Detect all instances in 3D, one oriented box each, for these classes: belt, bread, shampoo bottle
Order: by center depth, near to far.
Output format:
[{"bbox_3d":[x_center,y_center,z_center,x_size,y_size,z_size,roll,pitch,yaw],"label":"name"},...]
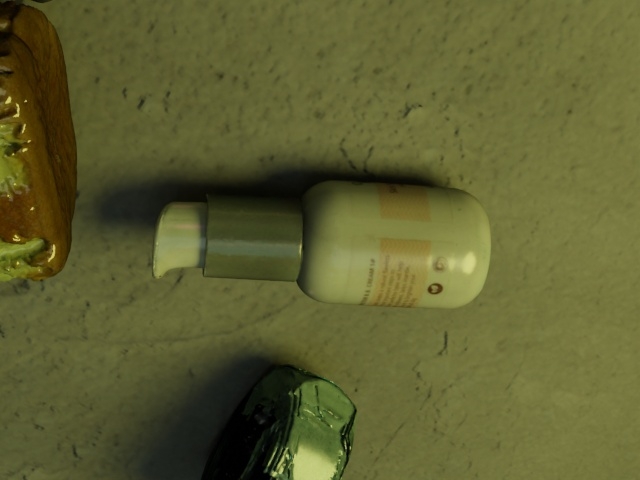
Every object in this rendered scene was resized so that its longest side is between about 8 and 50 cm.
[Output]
[{"bbox_3d":[-0.162,-0.052,0.475,0.069,0.128,0.140,-6,133,-4],"label":"bread"},{"bbox_3d":[0.000,0.000,0.562,0.191,0.074,0.074,4,120,-7],"label":"shampoo bottle"},{"bbox_3d":[-0.033,0.146,0.627,0.058,0.105,0.140,27,104,-21],"label":"belt"}]

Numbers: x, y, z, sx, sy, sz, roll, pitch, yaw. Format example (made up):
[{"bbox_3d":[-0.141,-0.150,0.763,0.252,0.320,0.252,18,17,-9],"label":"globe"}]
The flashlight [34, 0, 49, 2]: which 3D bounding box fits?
[{"bbox_3d":[-0.269,-0.246,0.369,0.424,0.103,0.103,31,112,-21],"label":"flashlight"}]
